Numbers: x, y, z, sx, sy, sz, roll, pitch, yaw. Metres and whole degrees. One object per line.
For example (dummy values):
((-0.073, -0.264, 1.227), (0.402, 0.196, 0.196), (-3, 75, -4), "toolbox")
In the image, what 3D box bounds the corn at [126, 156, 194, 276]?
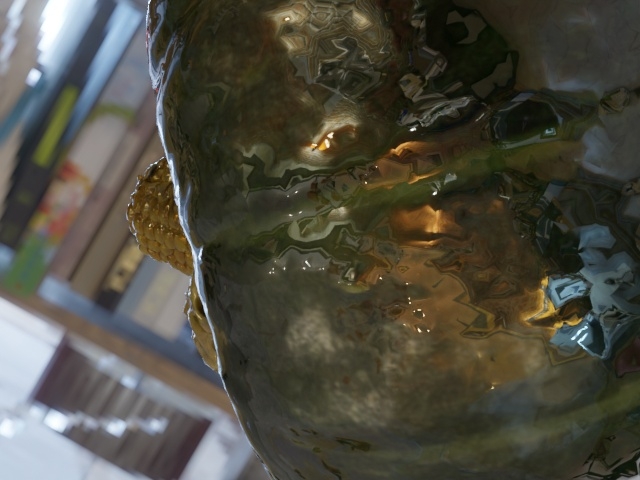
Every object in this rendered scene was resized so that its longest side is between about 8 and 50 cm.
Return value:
((0.001, 0.000, 1.351), (0.318, 0.115, 0.115), (9, 171, 35), "corn")

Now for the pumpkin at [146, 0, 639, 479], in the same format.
((0.050, -0.016, 0.656), (0.300, 0.207, 0.300), (-19, -90, -80), "pumpkin")
